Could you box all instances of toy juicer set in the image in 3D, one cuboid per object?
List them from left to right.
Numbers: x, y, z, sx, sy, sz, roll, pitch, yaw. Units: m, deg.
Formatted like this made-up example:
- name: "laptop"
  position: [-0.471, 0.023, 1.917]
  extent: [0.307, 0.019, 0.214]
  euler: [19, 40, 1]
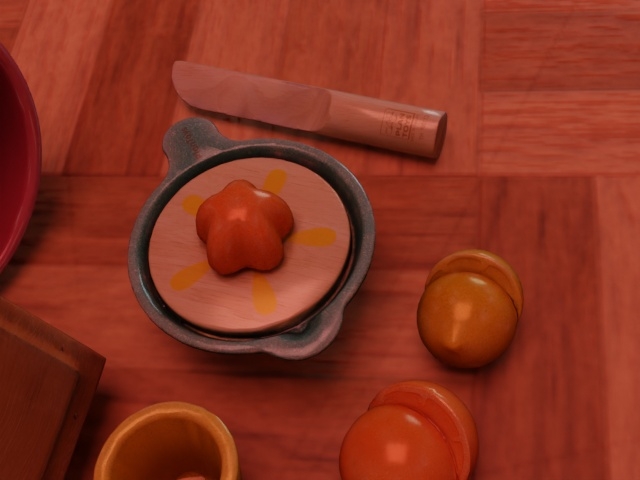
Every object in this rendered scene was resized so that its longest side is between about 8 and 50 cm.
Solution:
- name: "toy juicer set"
  position: [0.000, 0.000, 0.532]
  extent: [0.209, 0.089, 0.329]
  euler: [-4, 57, 7]

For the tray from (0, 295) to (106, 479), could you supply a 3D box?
- name: "tray"
  position: [-0.240, 0.189, 0.380]
  extent: [0.076, 0.203, 0.411]
  euler: [-14, 50, 37]

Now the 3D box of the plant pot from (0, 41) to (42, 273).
- name: "plant pot"
  position: [-0.294, -0.055, 0.568]
  extent: [0.180, 0.201, 0.201]
  euler: [20, 62, 38]
